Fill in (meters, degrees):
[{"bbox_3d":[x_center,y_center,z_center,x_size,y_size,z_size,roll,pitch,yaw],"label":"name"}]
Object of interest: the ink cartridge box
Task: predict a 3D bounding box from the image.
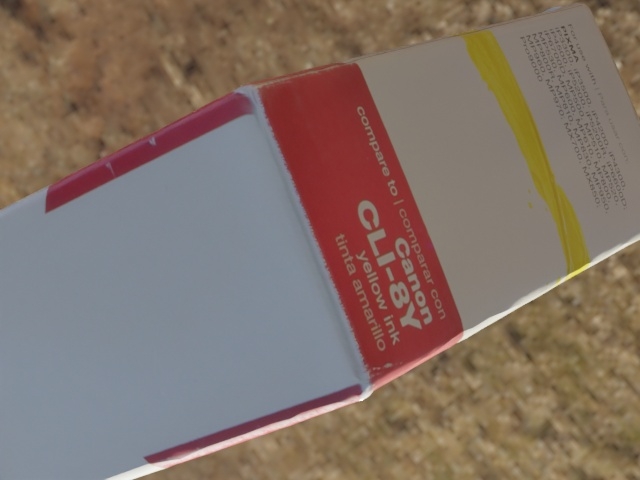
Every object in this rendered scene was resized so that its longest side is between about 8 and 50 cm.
[{"bbox_3d":[0.000,0.000,0.959,0.279,0.384,0.160,-24,89,36],"label":"ink cartridge box"}]
